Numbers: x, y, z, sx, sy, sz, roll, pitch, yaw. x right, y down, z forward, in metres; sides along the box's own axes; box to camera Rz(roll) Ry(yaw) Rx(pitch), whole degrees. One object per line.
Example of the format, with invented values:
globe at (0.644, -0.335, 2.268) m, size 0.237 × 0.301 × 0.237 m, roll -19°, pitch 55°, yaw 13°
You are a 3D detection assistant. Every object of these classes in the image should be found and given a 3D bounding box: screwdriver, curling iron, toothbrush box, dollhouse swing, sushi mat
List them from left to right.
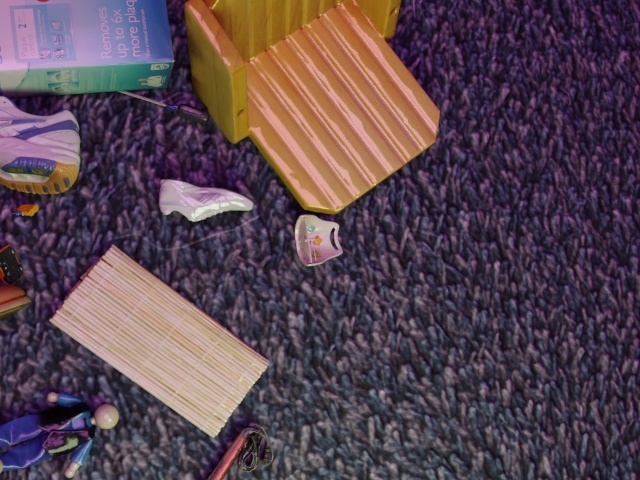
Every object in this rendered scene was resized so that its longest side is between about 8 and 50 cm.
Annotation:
toothbrush box at (-0.387, -0.343, 1.365) m, size 0.296 × 0.126 × 0.216 m, roll -6°, pitch 81°, yaw -15°
screwdriver at (-0.262, -0.218, 1.442) m, size 0.170 × 0.024 × 0.025 m, roll 12°, pitch 108°, yaw -7°
sushi mat at (-0.245, 0.155, 1.389) m, size 0.316 × 0.019 × 0.151 m, roll 37°, pitch 75°, yaw -8°
curling iron at (-0.167, 0.399, 1.365) m, size 0.068 × 0.035 × 0.274 m, roll 42°, pitch 73°, yaw -6°
dollhouse swing at (0.023, -0.270, 1.398) m, size 0.347 × 0.315 × 0.305 m, roll -35°, pitch 72°, yaw -18°

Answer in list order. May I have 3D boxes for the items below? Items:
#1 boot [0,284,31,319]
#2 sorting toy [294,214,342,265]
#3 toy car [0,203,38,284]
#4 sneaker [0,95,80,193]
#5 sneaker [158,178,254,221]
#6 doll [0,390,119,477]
boot at (-0.574, 0.031, 1.283) m, size 0.283 × 0.109 × 0.220 m, roll -10°, pitch 81°, yaw -9°
sorting toy at (0.000, 0.000, 1.470) m, size 0.075 × 0.045 × 0.083 m, roll -5°, pitch 83°, yaw -24°
toy car at (-0.459, 0.005, 1.352) m, size 0.041 × 0.060 × 0.122 m, roll 5°, pitch 55°, yaw 28°
sneaker at (-0.507, -0.152, 1.331) m, size 0.296 × 0.112 × 0.131 m, roll 8°, pitch 62°, yaw -16°
sneaker at (-0.183, -0.058, 1.425) m, size 0.152 × 0.054 × 0.061 m, roll 9°, pitch 89°, yaw -8°
doll at (-0.388, 0.286, 1.315) m, size 0.189 × 0.046 × 0.129 m, roll -17°, pitch 77°, yaw -23°
